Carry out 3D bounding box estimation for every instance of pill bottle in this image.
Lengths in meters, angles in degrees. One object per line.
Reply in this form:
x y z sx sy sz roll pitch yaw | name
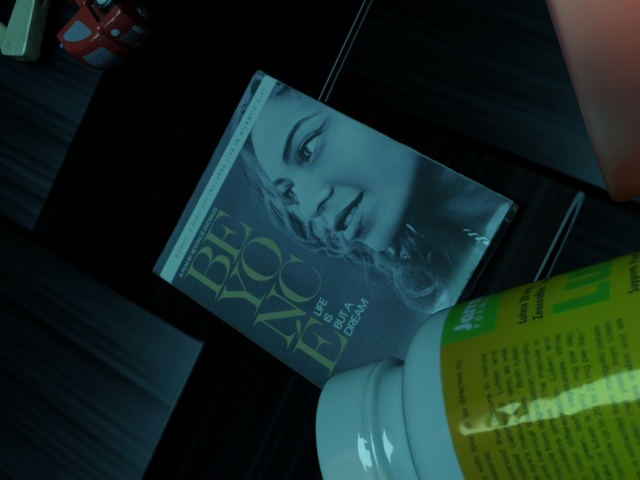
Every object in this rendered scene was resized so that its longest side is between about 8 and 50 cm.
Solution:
0.127 0.087 0.556 0.245 0.136 0.136 -19 71 25 | pill bottle

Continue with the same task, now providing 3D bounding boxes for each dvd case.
0.000 0.000 0.717 0.221 0.018 0.165 31 95 31 | dvd case

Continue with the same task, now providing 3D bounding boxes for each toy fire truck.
-0.228 -0.193 0.871 0.135 0.047 0.192 -42 63 16 | toy fire truck

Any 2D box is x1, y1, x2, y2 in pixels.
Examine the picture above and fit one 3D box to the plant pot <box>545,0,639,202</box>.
0.218 -0.181 0.509 0.243 0.275 0.275 -16 71 15 | plant pot
